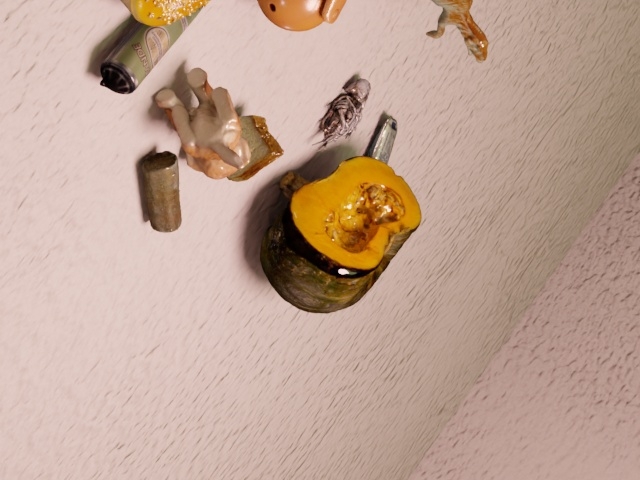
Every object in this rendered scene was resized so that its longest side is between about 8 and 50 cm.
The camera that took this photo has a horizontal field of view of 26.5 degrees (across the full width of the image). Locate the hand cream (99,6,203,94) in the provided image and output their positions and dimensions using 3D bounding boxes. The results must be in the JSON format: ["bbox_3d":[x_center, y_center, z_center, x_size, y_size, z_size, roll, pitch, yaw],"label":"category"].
[{"bbox_3d":[-0.219,-0.282,1.828,0.235,0.055,0.086,-55,156,-31],"label":"hand cream"}]

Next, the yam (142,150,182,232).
[{"bbox_3d":[-0.231,-0.070,1.991,0.054,0.054,0.132,-42,148,-36],"label":"yam"}]

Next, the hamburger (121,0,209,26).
[{"bbox_3d":[-0.176,-0.370,1.748,0.210,0.116,0.173,-44,149,-29],"label":"hamburger"}]

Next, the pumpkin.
[{"bbox_3d":[0.000,0.000,2.340,0.232,0.242,0.325,-46,173,39],"label":"pumpkin"}]

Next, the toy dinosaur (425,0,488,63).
[{"bbox_3d":[0.145,-0.454,2.196,0.092,0.205,0.393,-44,129,-22],"label":"toy dinosaur"}]

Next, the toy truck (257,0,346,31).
[{"bbox_3d":[-0.033,-0.411,1.894,0.239,0.189,0.265,-64,159,14],"label":"toy truck"}]

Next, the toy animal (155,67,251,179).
[{"bbox_3d":[-0.146,-0.126,1.964,0.104,0.184,0.185,-28,152,-11],"label":"toy animal"}]

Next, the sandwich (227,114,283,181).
[{"bbox_3d":[-0.118,-0.144,2.108,0.105,0.093,0.035,-39,165,27],"label":"sandwich"}]

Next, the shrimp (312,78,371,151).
[{"bbox_3d":[0.038,-0.211,2.341,0.165,0.056,0.065,-58,170,-32],"label":"shrimp"}]

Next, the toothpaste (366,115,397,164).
[{"bbox_3d":[0.086,-0.103,2.533,0.069,0.047,0.268,21,93,-44],"label":"toothpaste"}]
